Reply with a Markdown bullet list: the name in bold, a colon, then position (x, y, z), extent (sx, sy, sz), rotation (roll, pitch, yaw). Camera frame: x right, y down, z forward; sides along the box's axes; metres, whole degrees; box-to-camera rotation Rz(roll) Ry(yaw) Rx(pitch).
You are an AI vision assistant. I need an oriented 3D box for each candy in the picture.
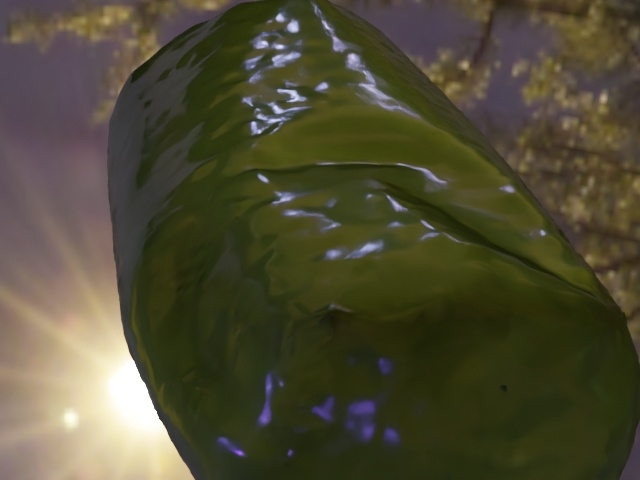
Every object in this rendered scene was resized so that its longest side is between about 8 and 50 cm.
- **candy**: position (0.000, 0.000, 0.655), extent (0.142, 0.132, 0.343), rotation (31, -168, -21)
